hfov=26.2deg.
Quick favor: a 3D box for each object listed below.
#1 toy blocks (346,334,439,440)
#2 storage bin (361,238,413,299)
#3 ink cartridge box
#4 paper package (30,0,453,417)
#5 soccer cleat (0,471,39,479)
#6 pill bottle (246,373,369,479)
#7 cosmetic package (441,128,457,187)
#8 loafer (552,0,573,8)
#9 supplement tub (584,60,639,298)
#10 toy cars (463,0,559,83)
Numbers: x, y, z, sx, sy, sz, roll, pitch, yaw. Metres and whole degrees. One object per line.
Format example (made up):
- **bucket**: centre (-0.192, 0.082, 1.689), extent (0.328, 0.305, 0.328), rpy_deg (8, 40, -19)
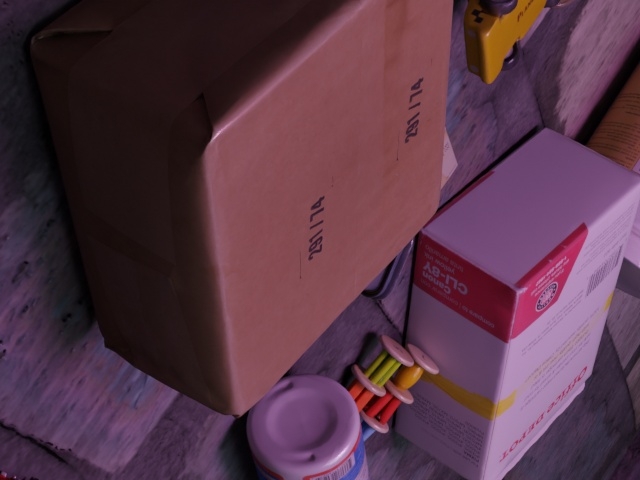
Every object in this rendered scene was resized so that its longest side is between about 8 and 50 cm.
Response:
- **toy blocks**: centre (0.063, 0.191, 1.679), extent (0.148, 0.054, 0.123), rpy_deg (-51, 148, 11)
- **storage bin**: centre (0.000, 0.000, 1.294), extent (0.091, 0.135, 0.098), rpy_deg (1, 118, -48)
- **ink cartridge box**: centre (0.249, 0.093, 1.784), extent (0.279, 0.160, 0.385), rpy_deg (-38, 146, -35)
- **paper package**: centre (-0.043, -0.081, 1.079), extent (0.309, 0.168, 0.325), rpy_deg (-45, 150, -31)
- **soccer cleat**: centre (-0.259, 0.218, 1.164), extent (0.036, 0.029, 0.083), rpy_deg (-62, 159, -4)
- **pill bottle**: centre (-0.009, 0.254, 1.539), extent (0.124, 0.124, 0.221), rpy_deg (-47, 152, -25)
- **cosmetic package**: centre (0.107, -0.094, 1.474), extent (0.060, 0.041, 0.115), rpy_deg (-55, 154, -11)
- **loafer**: centre (0.280, -0.323, 1.533), extent (0.148, 0.056, 0.050), rpy_deg (-60, 155, -22)
- **supplement tub**: centre (0.490, -0.100, 1.923), extent (0.331, 0.241, 0.241), rpy_deg (-57, 154, -7)
- **toy cars**: centre (0.213, -0.351, 1.354), extent (0.176, 0.087, 0.394), rpy_deg (-13, 125, -63)
